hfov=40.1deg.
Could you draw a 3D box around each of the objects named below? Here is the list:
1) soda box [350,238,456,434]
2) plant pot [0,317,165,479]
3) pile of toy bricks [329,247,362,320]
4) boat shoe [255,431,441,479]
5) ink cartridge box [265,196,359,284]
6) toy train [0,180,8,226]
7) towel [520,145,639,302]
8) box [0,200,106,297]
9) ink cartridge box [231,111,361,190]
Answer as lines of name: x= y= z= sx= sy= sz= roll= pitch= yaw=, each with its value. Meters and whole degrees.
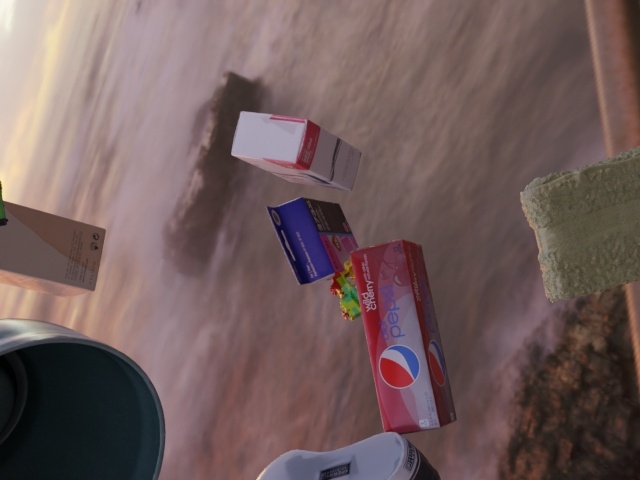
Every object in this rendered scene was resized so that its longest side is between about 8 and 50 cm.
soda box: x=0.117 y=0.135 z=1.235 sx=0.083 sy=0.092 sz=0.263 roll=-15 pitch=79 yaw=23
plant pot: x=-0.334 y=0.200 z=0.883 sx=0.196 sy=0.293 sz=0.293 roll=23 pitch=95 yaw=43
pile of toy bricks: x=0.082 y=0.114 z=1.677 sx=0.212 sy=0.105 sz=0.118 roll=51 pitch=163 yaw=34
boat shoe: x=0.030 y=0.350 z=1.242 sx=0.306 sy=0.105 sz=0.113 roll=-28 pitch=34 yaw=32
ink cartridge box: x=0.000 y=0.000 z=1.898 sx=0.069 sy=0.371 sz=0.175 roll=-26 pitch=83 yaw=17
toy train: x=-0.330 y=-0.049 z=0.880 sx=0.017 sy=0.024 sz=0.083 roll=22 pitch=121 yaw=51
towel: x=0.240 y=-0.015 z=0.725 sx=0.027 sy=0.148 sz=0.110 roll=-176 pitch=69 yaw=-74
box: x=-0.554 y=0.006 z=1.531 sx=0.148 sy=0.311 sz=0.121 roll=-11 pitch=67 yaw=49
ink cartridge box: x=-0.043 y=-0.170 z=1.696 sx=0.159 sy=0.218 sz=0.092 roll=11 pitch=87 yaw=32
